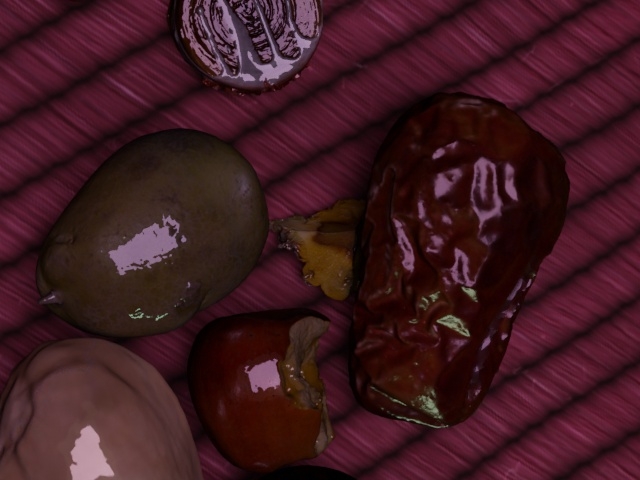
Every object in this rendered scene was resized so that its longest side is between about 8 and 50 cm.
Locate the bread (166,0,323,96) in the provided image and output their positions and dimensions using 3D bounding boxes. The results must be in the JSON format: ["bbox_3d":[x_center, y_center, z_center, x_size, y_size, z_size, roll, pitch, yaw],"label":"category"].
[{"bbox_3d":[-0.073,-0.224,1.717,0.160,0.073,0.160,0,91,-17],"label":"bread"}]

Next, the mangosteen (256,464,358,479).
[{"bbox_3d":[-0.010,0.324,1.685,0.210,0.210,0.210,0,91,-16],"label":"mangosteen"}]

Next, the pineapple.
[{"bbox_3d":[0.000,0.000,1.745,0.114,0.077,0.114,11,84,-2],"label":"pineapple"}]

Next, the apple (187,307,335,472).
[{"bbox_3d":[-0.058,0.149,1.686,0.147,0.156,0.158,-3,94,-10],"label":"apple"}]

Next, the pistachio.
[{"bbox_3d":[-0.207,0.245,1.627,0.214,0.193,0.318,-31,110,-20],"label":"pistachio"}]

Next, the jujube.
[{"bbox_3d":[0.129,0.024,1.720,0.216,0.216,0.342,14,101,-16],"label":"jujube"}]

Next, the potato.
[{"bbox_3d":[-0.170,0.001,1.655,0.251,0.159,0.174,-35,74,-24],"label":"potato"}]
